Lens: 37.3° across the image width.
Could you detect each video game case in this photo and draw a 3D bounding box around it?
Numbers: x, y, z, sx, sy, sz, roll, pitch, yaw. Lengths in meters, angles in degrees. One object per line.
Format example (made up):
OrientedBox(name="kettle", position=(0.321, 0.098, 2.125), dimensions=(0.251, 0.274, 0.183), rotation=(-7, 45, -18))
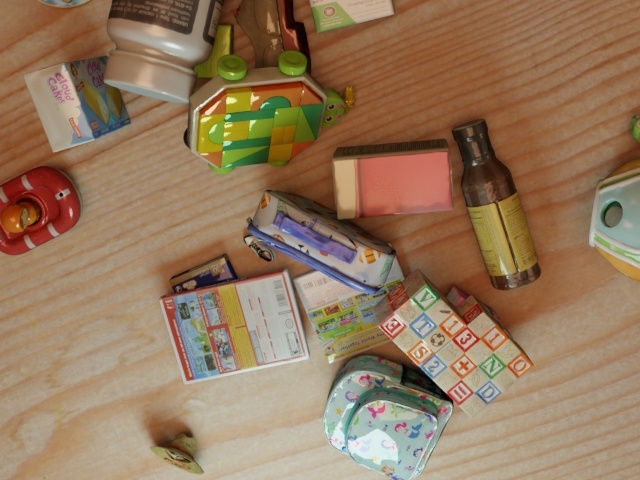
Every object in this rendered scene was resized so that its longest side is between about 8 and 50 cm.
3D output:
OrientedBox(name="video game case", position=(0.083, 0.134, 2.033), dimensions=(0.226, 0.026, 0.206), rotation=(-21, 101, 9))
OrientedBox(name="video game case", position=(-0.183, 0.186, 2.031), dimensions=(0.285, 0.025, 0.204), rotation=(-12, 104, 7))

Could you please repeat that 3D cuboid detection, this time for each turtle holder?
OrientedBox(name="turtle holder", position=(0.647, -0.071, 1.828), dimensions=(0.227, 0.243, 0.321), rotation=(8, 114, 20))

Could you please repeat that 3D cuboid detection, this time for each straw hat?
OrientedBox(name="straw hat", position=(-0.309, 0.467, 2.123), dimensions=(0.144, 0.144, 0.061), rotation=(27, 63, -2))

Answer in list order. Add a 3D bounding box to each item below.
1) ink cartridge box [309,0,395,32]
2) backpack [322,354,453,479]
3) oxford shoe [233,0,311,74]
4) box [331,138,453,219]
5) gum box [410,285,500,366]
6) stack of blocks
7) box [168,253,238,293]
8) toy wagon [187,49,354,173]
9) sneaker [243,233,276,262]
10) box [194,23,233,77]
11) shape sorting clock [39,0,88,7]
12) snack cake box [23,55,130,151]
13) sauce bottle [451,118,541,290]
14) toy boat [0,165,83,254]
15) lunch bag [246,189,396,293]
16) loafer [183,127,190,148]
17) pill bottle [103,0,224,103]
OrientedBox(name="ink cartridge box", position=(0.044, -0.530, 1.837), dimensions=(0.160, 0.092, 0.220), rotation=(-13, 103, 7))
OrientedBox(name="backpack", position=(0.132, 0.374, 2.011), dimensions=(0.253, 0.191, 0.225), rotation=(25, 108, 4))
OrientedBox(name="oxford shoe", position=(-0.118, -0.475, 1.852), dimensions=(0.130, 0.123, 0.349), rotation=(-10, 101, 14))
OrientedBox(name="box", position=(0.145, -0.124, 1.899), dimensions=(0.232, 0.148, 0.127), rotation=(-5, 104, 7))
OrientedBox(name="gum box", position=(0.277, 0.205, 2.003), dimensions=(0.107, 0.062, 0.188), rotation=(30, 104, -17))
OrientedBox(name="stack of blocks", position=(0.267, 0.195, 1.916), dimensions=(0.171, 0.087, 0.297), rotation=(-43, 109, 9))
OrientedBox(name="box", position=(-0.218, 0.157, 2.058), dimensions=(0.136, 0.036, 0.225), rotation=(-24, 102, 10))
OrientedBox(name="toy wagon", position=(-0.087, -0.248, 1.854), dimensions=(0.344, 0.068, 0.267), rotation=(-8, 142, -17))
OrientedBox(name="sneaker", position=(-0.130, 0.016, 2.015), dimensions=(0.083, 0.037, 0.032), rotation=(35, 106, -3))
OrientedBox(name="box", position=(-0.267, -0.387, 1.923), dimensions=(0.178, 0.042, 0.109), rotation=(4, 103, 5))
OrientedBox(name="shape sorting clock", position=(-0.522, -0.573, 1.900), dimensions=(0.206, 0.040, 0.206), rotation=(1, 104, 5))
OrientedBox(name="snack cake box", position=(-0.468, -0.273, 1.854), dimensions=(0.089, 0.264, 0.152), rotation=(-16, 102, 8))
OrientedBox(name="sauce bottle", position=(0.351, -0.074, 1.915), dimensions=(0.111, 0.111, 0.345), rotation=(-16, 102, 8))
OrientedBox(name="toy boat", position=(-0.616, -0.057, 1.978), dimensions=(0.231, 0.151, 0.151), rotation=(-26, 101, 10))
OrientedBox(name="lunch bag", position=(0.000, 0.000, 1.883), dimensions=(0.303, 0.243, 0.115), rotation=(26, 97, 6))
OrientedBox(name="loafer", position=(-0.176, -0.248, 1.943), dimensions=(0.220, 0.078, 0.080), rotation=(-31, 55, 4))
OrientedBox(name="pill bottle", position=(-0.287, -0.454, 1.792), dimensions=(0.204, 0.204, 0.361), rotation=(14, 91, 1))
